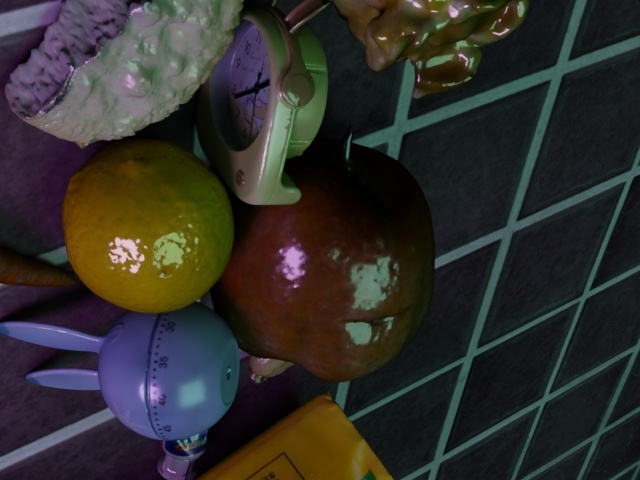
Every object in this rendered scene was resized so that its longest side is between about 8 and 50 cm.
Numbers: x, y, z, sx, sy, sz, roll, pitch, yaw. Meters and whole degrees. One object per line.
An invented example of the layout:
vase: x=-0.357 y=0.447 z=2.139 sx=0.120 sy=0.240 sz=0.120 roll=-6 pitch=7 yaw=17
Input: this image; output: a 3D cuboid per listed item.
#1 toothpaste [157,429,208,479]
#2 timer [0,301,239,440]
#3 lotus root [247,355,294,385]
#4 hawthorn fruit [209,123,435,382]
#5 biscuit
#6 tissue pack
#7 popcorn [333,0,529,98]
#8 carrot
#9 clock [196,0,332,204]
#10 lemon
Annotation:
toothpaste: x=-0.172 y=0.210 z=1.593 sx=0.096 sy=0.061 sz=0.266 roll=-13 pitch=129 yaw=-39
timer: x=-0.206 y=0.123 z=1.323 sx=0.175 sy=0.255 sz=0.175 roll=-43 pitch=145 yaw=-40
lotus root: x=-0.048 y=0.135 z=1.630 sx=0.150 sy=0.062 sz=0.073 roll=-47 pitch=155 yaw=2
hawthorn fruit: x=0.000 y=0.000 z=1.361 sx=0.268 sy=0.268 sz=0.301 roll=-22 pitch=132 yaw=-32
biscuit: x=-0.154 y=-0.205 z=1.125 sx=0.281 sy=0.084 sz=0.179 roll=-53 pitch=146 yaw=9
tissue pack: x=-0.093 y=0.429 z=1.705 sx=0.382 sy=0.228 sz=0.293 roll=-35 pitch=165 yaw=-18
popcorn: x=0.106 y=-0.287 z=1.182 sx=0.258 sy=0.224 sz=0.270 roll=-68 pitch=152 yaw=-53
carrot: x=-0.324 y=0.027 z=1.232 sx=0.048 sy=0.048 sz=0.216 roll=-51 pitch=151 yaw=8
clock: x=-0.051 y=-0.164 z=1.203 sx=0.069 sy=0.170 sz=0.232 roll=0 pitch=124 yaw=-31
lemon: x=-0.177 y=-0.011 z=1.225 sx=0.178 sy=0.178 sz=0.203 roll=-32 pitch=145 yaw=-21
